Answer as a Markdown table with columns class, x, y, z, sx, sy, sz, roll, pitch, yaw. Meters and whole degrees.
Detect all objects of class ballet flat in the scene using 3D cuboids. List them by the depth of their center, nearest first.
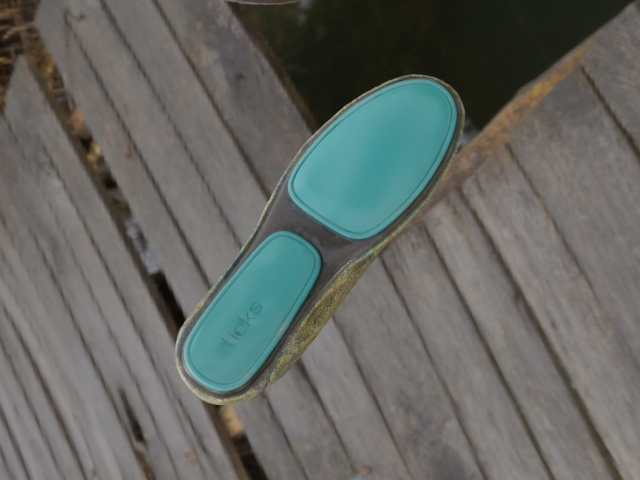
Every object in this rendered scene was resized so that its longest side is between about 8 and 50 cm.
| class | x | y | z | sx | sy | sz | roll | pitch | yaw |
| --- | --- | --- | --- | --- | --- | --- | --- | --- | --- |
| ballet flat | 0.000 | 0.000 | 0.875 | 0.123 | 0.348 | 0.123 | 37 | 173 | 6 |

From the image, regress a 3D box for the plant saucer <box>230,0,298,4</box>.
| class | x | y | z | sx | sy | sz | roll | pitch | yaw |
| --- | --- | --- | --- | --- | --- | --- | --- | --- | --- |
| plant saucer | -0.051 | -0.178 | 0.435 | 0.168 | 0.168 | 0.029 | 61 | 143 | 18 |
